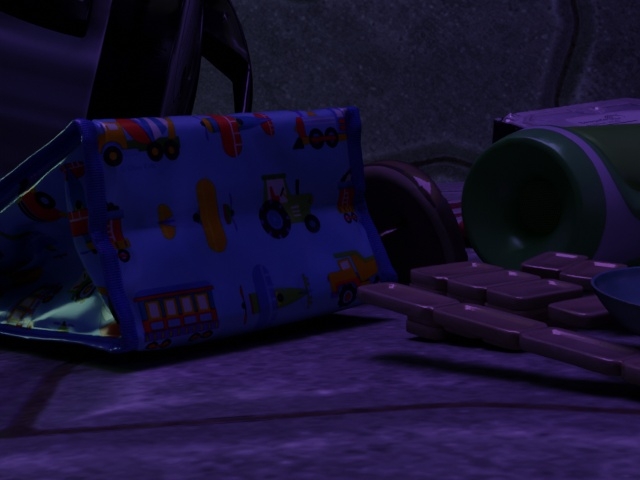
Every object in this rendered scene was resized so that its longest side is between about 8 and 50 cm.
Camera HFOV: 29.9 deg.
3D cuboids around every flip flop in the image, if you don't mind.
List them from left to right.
[{"bbox_3d":[0.000,0.000,0.923,0.277,0.112,0.080,5,35,45],"label":"flip flop"}]

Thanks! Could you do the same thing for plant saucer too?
[{"bbox_3d":[0.190,0.034,0.579,0.119,0.021,0.119,2,10,0],"label":"plant saucer"}]

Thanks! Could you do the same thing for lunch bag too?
[{"bbox_3d":[-0.134,0.012,0.830,0.221,0.138,0.293,-9,-5,-43],"label":"lunch bag"}]

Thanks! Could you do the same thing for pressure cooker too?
[{"bbox_3d":[-0.274,-0.163,1.173,0.420,0.370,0.375,14,3,-7],"label":"pressure cooker"}]

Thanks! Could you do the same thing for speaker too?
[{"bbox_3d":[0.247,-0.036,0.987,0.131,0.131,0.296,2,6,43],"label":"speaker"}]

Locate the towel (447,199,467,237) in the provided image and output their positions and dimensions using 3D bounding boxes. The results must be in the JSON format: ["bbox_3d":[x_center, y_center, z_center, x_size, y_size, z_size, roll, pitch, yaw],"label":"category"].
[{"bbox_3d":[0.191,-0.022,1.397,0.237,0.037,0.329,-9,6,-40],"label":"towel"}]

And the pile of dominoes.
[{"bbox_3d":[0.160,0.053,0.644,0.196,0.040,0.251,-6,14,-40],"label":"pile of dominoes"}]

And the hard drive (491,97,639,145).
[{"bbox_3d":[0.383,-0.089,1.327,0.237,0.064,0.339,-10,22,-28],"label":"hard drive"}]
